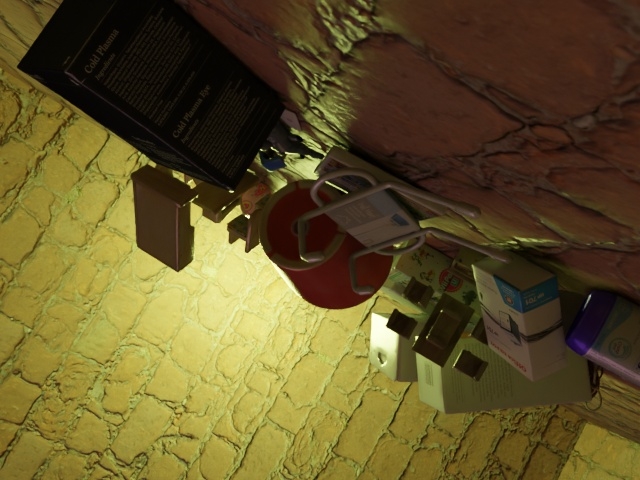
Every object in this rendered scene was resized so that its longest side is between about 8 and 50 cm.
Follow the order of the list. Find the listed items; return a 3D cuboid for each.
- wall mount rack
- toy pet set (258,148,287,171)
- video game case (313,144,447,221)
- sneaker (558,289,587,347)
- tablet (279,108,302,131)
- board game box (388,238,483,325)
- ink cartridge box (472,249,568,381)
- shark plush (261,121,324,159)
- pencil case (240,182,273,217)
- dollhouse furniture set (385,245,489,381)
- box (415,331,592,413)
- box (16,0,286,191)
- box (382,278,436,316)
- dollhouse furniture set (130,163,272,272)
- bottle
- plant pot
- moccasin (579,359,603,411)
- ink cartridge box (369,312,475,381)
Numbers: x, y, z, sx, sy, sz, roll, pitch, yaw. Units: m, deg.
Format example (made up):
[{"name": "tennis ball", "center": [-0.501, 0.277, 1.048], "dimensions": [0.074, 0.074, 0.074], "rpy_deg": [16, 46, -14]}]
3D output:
[{"name": "wall mount rack", "center": [0.143, -0.011, 1.022], "dimensions": [0.304, 0.130, 0.350], "rpy_deg": [-19, 151, 23]}, {"name": "toy pet set", "center": [-0.120, -0.197, 1.247], "dimensions": [0.122, 0.065, 0.114], "rpy_deg": [28, 173, 23]}, {"name": "video game case", "center": [0.104, -0.098, 1.107], "dimensions": [0.227, 0.026, 0.206], "rpy_deg": [27, 174, -6]}, {"name": "sneaker", "center": [0.536, 0.196, 1.123], "dimensions": [0.292, 0.108, 0.169], "rpy_deg": [28, 170, 12]}, {"name": "tablet", "center": [-0.062, -0.221, 1.060], "dimensions": [0.054, 0.006, 0.083], "rpy_deg": [29, 174, 11]}, {"name": "board game box", "center": [0.324, 0.115, 1.516], "dimensions": [0.303, 0.097, 0.224], "rpy_deg": [29, 173, 2]}, {"name": "ink cartridge box", "center": [0.356, 0.131, 1.058], "dimensions": [0.139, 0.082, 0.190], "rpy_deg": [-139, 30, -64]}, {"name": "shark plush", "center": [-0.061, -0.183, 1.120], "dimensions": [0.161, 0.073, 0.067], "rpy_deg": [37, 152, -29]}, {"name": "pencil case", "center": [-0.214, -0.121, 2.038], "dimensions": [0.124, 0.124, 0.284], "rpy_deg": [31, 173, -1]}, {"name": "dollhouse furniture set", "center": [0.285, 0.146, 1.265], "dimensions": [0.212, 0.242, 0.161], "rpy_deg": [29, 174, 13]}, {"name": "box", "center": [0.426, 0.304, 1.425], "dimensions": [0.345, 0.168, 0.215], "rpy_deg": [-3, 173, -7]}, {"name": "box", "center": [-0.291, -0.262, 1.006], "dimensions": [0.312, 0.179, 0.343], "rpy_deg": [36, 172, -39]}, {"name": "box", "center": [0.251, 0.118, 1.764], "dimensions": [0.181, 0.119, 0.182], "rpy_deg": [34, 173, -26]}, {"name": "dollhouse furniture set", "center": [-0.332, -0.138, 1.693], "dimensions": [0.362, 0.394, 0.256], "rpy_deg": [29, 135, 17]}, {"name": "bottle", "center": [0.549, 0.189, 0.951], "dimensions": [0.283, 0.118, 0.092], "rpy_deg": [29, 173, 18]}, {"name": "plant pot", "center": [0.000, 0.000, 1.286], "dimensions": [0.275, 0.275, 0.243], "rpy_deg": [28, 175, 24]}, {"name": "moccasin", "center": [0.717, 0.387, 1.652], "dimensions": [0.147, 0.139, 0.380], "rpy_deg": [21, 168, 24]}, {"name": "ink cartridge box", "center": [0.371, 0.308, 1.752], "dimensions": [0.395, 0.166, 0.285], "rpy_deg": [2, 179, -12]}]
